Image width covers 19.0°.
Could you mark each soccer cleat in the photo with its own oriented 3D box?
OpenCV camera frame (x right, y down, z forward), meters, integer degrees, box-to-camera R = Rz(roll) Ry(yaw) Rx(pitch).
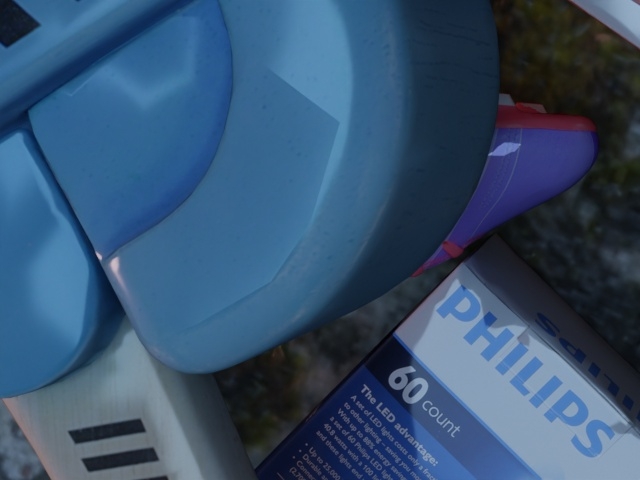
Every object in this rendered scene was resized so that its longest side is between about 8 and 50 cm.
[{"bbox_3d":[0.000,0.000,0.797,0.248,0.083,0.095,-10,84,21],"label":"soccer cleat"}]

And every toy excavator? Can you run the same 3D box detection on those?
[{"bbox_3d":[-0.066,0.017,0.668,0.433,0.222,0.445,-31,84,18],"label":"toy excavator"}]

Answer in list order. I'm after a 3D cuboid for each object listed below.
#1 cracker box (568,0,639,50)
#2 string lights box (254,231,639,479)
[{"bbox_3d":[0.139,-0.206,0.737,0.155,0.067,0.232,36,107,8],"label":"cracker box"},{"bbox_3d":[0.027,0.137,0.818,0.133,0.077,0.260,45,107,4],"label":"string lights box"}]
